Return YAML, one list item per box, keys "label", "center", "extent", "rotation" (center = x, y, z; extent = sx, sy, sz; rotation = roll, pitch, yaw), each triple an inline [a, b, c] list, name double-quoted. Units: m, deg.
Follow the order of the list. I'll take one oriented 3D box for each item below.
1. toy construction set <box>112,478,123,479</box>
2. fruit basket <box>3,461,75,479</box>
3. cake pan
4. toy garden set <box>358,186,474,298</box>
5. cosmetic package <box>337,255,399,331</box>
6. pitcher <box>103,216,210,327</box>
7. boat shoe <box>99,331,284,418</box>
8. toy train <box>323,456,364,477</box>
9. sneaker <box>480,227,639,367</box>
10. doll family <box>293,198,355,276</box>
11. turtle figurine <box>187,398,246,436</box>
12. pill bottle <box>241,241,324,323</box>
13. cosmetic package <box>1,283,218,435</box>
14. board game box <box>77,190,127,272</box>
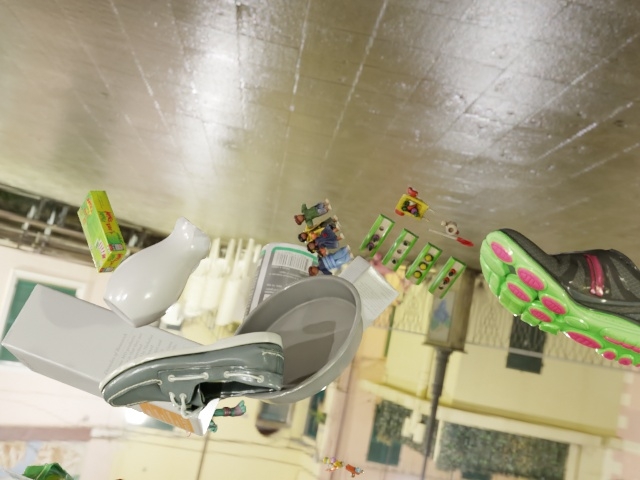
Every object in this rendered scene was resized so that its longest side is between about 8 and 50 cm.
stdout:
- label: "toy construction set"
  center: [-0.312, 0.430, 0.880]
  extent: [0.328, 0.151, 0.215]
  rotation: [2, 174, -28]
- label: "fruit basket"
  center: [-0.670, 0.743, 1.790]
  extent: [0.353, 0.165, 0.327]
  rotation: [-1, 133, 20]
- label: "cake pan"
  center: [-0.044, 0.187, 1.209]
  extent: [0.293, 0.293, 0.054]
  rotation: [3, 136, 45]
- label: "toy garden set"
  center: [0.244, 0.009, 1.548]
  extent: [0.244, 0.203, 0.049]
  rotation: [30, -156, -1]
- label: "cosmetic package"
  center: [0.132, 0.176, 2.145]
  extent: [0.151, 0.184, 0.151]
  rotation: [46, 178, -16]
- label: "pitcher"
  center: [-0.308, 0.075, 1.243]
  extent: [0.125, 0.207, 0.177]
  rotation: [35, 155, 13]
- label: "boat shoe"
  center: [-0.212, 0.236, 1.058]
  extent: [0.320, 0.099, 0.116]
  rotation: [-15, 152, 4]
- label: "toy train"
  center: [0.074, 0.814, 2.290]
  extent: [0.125, 0.046, 0.166]
  rotation: [28, 157, -12]
- label: "sneaker"
  center: [0.562, 0.102, 1.402]
  extent: [0.483, 0.202, 0.185]
  rotation: [29, 152, -6]
- label: "doll family"
  center: [0.000, 0.000, 1.473]
  extent: [0.111, 0.193, 0.076]
  rotation: [-26, 144, 6]
- label: "turtle figurine"
  center: [-0.343, 0.498, 1.935]
  extent: [0.118, 0.175, 0.234]
  rotation: [-35, 158, 34]
- label: "pill bottle"
  center: [-0.113, 0.204, 1.844]
  extent: [0.204, 0.360, 0.204]
  rotation: [12, 157, 5]
- label: "cosmetic package"
  center: [-0.453, 0.280, 1.479]
  extent: [0.454, 0.161, 0.230]
  rotation: [20, 153, 4]
- label: "board game box"
  center: [-0.529, -0.022, 1.558]
  extent: [0.043, 0.181, 0.092]
  rotation: [-4, 148, -44]
